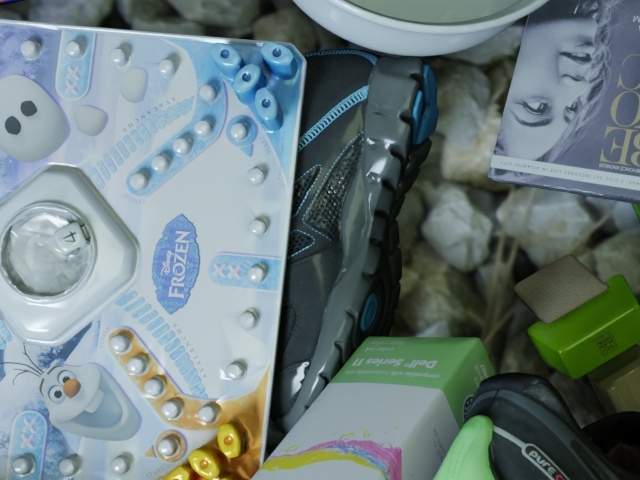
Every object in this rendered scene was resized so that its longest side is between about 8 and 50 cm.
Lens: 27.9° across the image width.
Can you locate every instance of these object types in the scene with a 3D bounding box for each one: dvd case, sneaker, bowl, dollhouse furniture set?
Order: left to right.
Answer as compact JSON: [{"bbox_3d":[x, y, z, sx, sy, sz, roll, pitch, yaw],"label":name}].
[{"bbox_3d":[0.000,0.000,1.117,0.139,0.125,0.341,13,84,18],"label":"sneaker"},{"bbox_3d":[0.072,-0.265,1.108,0.298,0.134,0.298,4,63,-7],"label":"bowl"},{"bbox_3d":[0.255,-0.148,1.164,0.164,0.018,0.221,11,82,25],"label":"dvd case"},{"bbox_3d":[0.260,0.245,1.004,0.483,0.185,0.202,38,60,-41],"label":"sneaker"},{"bbox_3d":[0.315,0.132,1.167,0.197,0.151,0.301,-31,116,0],"label":"dollhouse furniture set"}]

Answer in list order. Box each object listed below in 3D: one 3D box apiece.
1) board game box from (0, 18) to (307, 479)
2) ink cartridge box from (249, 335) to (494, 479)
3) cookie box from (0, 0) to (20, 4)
[{"bbox_3d":[-0.224,0.010,1.048,0.390,0.050,0.390,5,84,4],"label":"board game box"},{"bbox_3d":[0.026,0.255,0.962,0.353,0.119,0.207,-46,124,-42],"label":"ink cartridge box"},{"bbox_3d":[-0.248,-0.232,1.091,0.107,0.092,0.040,-13,90,-12],"label":"cookie box"}]
